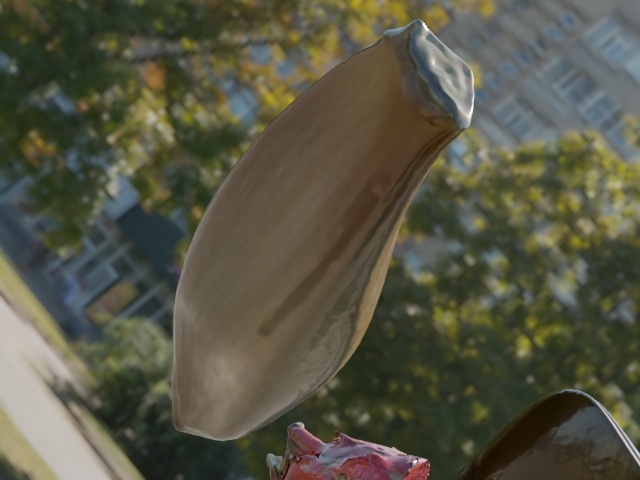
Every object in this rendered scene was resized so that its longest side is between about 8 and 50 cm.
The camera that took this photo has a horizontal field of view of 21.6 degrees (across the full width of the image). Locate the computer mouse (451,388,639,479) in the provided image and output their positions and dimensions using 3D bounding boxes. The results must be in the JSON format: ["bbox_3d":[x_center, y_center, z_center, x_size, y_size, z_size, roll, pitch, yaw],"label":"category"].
[{"bbox_3d":[0.132,0.200,0.791,0.072,0.158,0.310,30,19,-38],"label":"computer mouse"}]

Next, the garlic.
[{"bbox_3d":[-0.003,-0.005,1.056,0.112,0.318,0.143,11,38,-27],"label":"garlic"}]

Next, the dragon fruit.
[{"bbox_3d":[-0.004,0.197,1.239,0.111,0.153,0.153,34,-12,21],"label":"dragon fruit"}]
